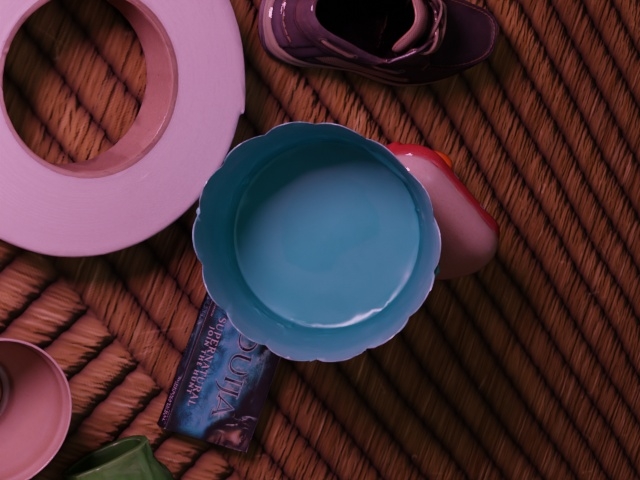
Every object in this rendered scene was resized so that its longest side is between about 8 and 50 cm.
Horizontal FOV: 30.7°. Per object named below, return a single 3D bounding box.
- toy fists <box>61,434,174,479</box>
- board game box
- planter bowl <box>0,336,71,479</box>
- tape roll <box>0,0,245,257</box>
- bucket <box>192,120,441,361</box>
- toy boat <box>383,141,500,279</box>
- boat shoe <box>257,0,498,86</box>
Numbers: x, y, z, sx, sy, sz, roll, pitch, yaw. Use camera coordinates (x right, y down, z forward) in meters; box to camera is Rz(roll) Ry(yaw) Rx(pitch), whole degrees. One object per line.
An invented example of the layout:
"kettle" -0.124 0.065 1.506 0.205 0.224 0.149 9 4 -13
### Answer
"toy fists" -0.291 0.339 1.330 0.279 0.096 0.142 -23 101 -27
"board game box" -0.115 0.161 1.458 0.126 0.026 0.186 23 84 -33
"planter bowl" -0.363 0.175 1.248 0.162 0.109 0.162 -5 99 -33
"tape roll" -0.262 -0.175 1.270 0.392 0.072 0.392 -9 106 -33
"bucket" 0.000 0.000 1.355 0.281 0.183 0.281 0 92 5
"toy boat" 0.143 -0.057 1.548 0.231 0.151 0.151 46 43 -29
"boat shoe" 0.096 -0.261 1.474 0.355 0.130 0.132 -5 100 -32
